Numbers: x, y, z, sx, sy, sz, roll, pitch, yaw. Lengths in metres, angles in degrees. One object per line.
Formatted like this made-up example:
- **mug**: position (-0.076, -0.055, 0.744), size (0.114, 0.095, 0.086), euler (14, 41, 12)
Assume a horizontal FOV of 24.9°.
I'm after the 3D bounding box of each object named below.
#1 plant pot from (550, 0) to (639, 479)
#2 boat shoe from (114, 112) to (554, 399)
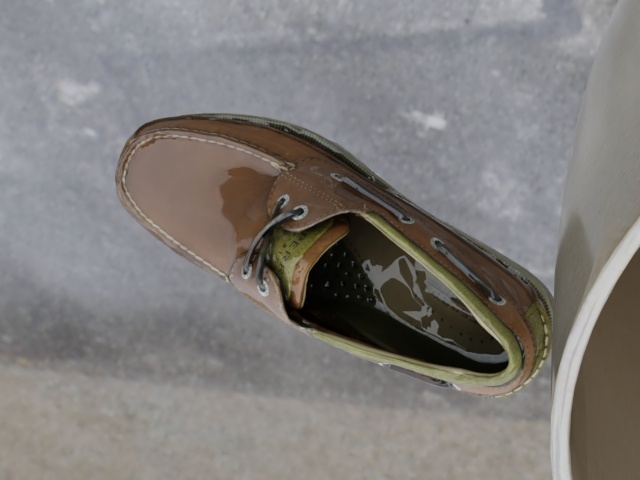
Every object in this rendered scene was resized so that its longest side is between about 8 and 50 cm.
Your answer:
- **plant pot**: position (0.193, -0.027, 0.506), size (0.257, 0.274, 0.256), euler (1, 123, 1)
- **boat shoe**: position (0.000, 0.000, 0.885), size (0.307, 0.110, 0.104), euler (22, -168, 14)
